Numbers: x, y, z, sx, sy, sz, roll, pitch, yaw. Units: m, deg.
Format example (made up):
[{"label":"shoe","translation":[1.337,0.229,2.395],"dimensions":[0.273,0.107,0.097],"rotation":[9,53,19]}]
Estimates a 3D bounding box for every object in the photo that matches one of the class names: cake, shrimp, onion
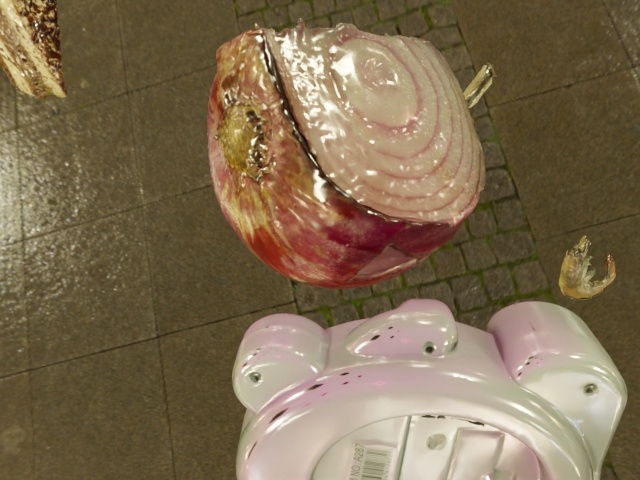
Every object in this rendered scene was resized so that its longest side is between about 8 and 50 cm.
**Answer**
[{"label":"cake","translation":[-0.458,-0.328,0.792],"dimensions":[0.112,0.135,0.246],"rotation":[12,108,26]},{"label":"shrimp","translation":[0.825,0.093,1.704],"dimensions":[0.173,0.253,0.058],"rotation":[0,41,4]},{"label":"onion","translation":[0.005,-0.075,0.550],"dimensions":[0.230,0.272,0.256],"rotation":[-29,50,49]}]

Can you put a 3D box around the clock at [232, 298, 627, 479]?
[{"label":"clock","translation":[0.062,0.148,0.393],"dimensions":[0.247,0.090,0.228],"rotation":[5,114,0]}]
